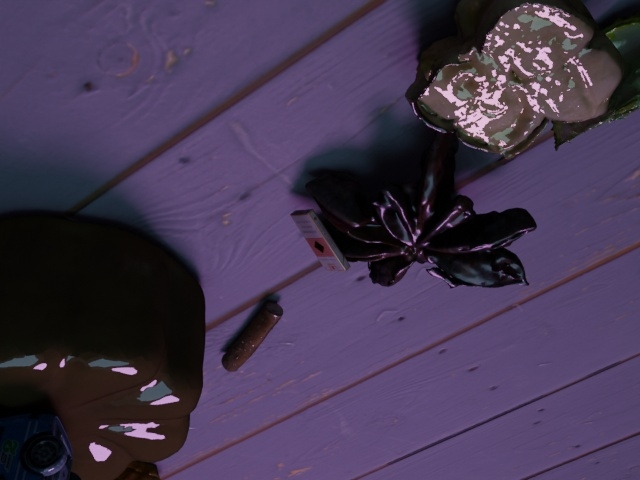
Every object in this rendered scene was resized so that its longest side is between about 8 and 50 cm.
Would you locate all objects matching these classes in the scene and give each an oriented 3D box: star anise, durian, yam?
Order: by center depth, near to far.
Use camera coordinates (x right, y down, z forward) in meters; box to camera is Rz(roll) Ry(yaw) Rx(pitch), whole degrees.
[{"bbox_3d":[0.325,-0.170,0.853,0.215,0.100,0.086,-32,139,33],"label":"durian"},{"bbox_3d":[0.113,-0.017,0.970,0.282,0.129,0.212,-13,141,31],"label":"star anise"},{"bbox_3d":[-0.095,0.135,1.173,0.032,0.032,0.145,15,134,-27],"label":"yam"}]

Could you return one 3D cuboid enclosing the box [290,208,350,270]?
[{"bbox_3d":[0.000,0.000,0.980,0.083,0.012,0.046,56,155,-17],"label":"box"}]

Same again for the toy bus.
[{"bbox_3d":[-0.333,0.306,0.865,0.134,0.246,0.113,1,142,-1],"label":"toy bus"}]

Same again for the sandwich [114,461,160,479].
[{"bbox_3d":[-0.414,0.446,1.424,0.251,0.087,0.226,-36,134,27],"label":"sandwich"}]

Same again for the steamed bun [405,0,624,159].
[{"bbox_3d":[0.194,-0.175,0.821,0.192,0.106,0.177,21,135,-20],"label":"steamed bun"}]

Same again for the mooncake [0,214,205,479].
[{"bbox_3d":[-0.322,0.157,1.023,0.378,0.201,0.378,-5,140,-4],"label":"mooncake"}]
